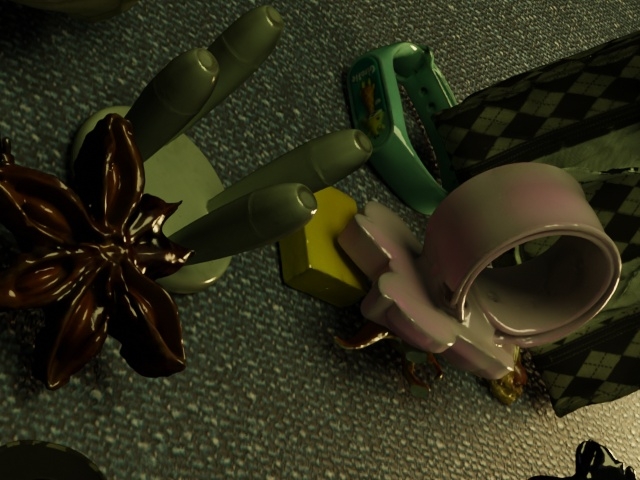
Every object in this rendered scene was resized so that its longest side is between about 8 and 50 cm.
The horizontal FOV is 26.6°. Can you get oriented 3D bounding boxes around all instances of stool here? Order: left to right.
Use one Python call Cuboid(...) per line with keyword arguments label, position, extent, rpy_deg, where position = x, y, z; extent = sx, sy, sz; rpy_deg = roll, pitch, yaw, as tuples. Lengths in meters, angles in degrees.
Cuboid(label="stool", position=(-0.095, -0.074, 1.226), extent=(0.195, 0.198, 0.195), rpy_deg=(55, 34, -8))

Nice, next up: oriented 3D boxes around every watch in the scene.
Cuboid(label="watch", position=(0.117, -0.150, 1.700), extent=(0.195, 0.068, 0.237), rpy_deg=(19, 50, -47))
Cuboid(label="watch", position=(0.177, 0.011, 1.414), extent=(0.248, 0.217, 0.211), rpy_deg=(31, 26, -39))

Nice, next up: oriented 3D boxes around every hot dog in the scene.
Cuboid(label="hot dog", position=(0.204, 0.110, 1.606), extent=(0.169, 0.061, 0.078), rpy_deg=(59, 31, -1))

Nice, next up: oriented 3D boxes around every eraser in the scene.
Cuboid(label="eraser", position=(0.000, 0.000, 1.434), extent=(0.097, 0.045, 0.122), rpy_deg=(28, 44, -43))

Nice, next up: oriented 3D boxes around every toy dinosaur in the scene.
Cuboid(label="toy dinosaur", position=(0.089, 0.088, 1.474), extent=(0.212, 0.057, 0.142), rpy_deg=(35, 31, -40))

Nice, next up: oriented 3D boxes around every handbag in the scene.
Cuboid(label="handbag", position=(0.359, -0.025, 1.633), extent=(0.416, 0.316, 0.180), rpy_deg=(68, 23, -5))

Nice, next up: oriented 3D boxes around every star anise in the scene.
Cuboid(label="star anise", position=(-0.187, 0.012, 1.089), extent=(0.190, 0.126, 0.220), rpy_deg=(5, 81, -21))

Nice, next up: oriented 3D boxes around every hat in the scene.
Cuboid(label="hat", position=(-0.200, 0.201, 0.980), extent=(0.050, 0.121, 0.121), rpy_deg=(93, -27, -77))

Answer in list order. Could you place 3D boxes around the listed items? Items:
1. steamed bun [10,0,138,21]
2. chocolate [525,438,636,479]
Cuboid(label="steamed bun", position=(-0.258, -0.354, 1.204), extent=(0.352, 0.247, 0.339), rpy_deg=(-84, 153, -67))
Cuboid(label="chocolate", position=(0.190, 0.339, 1.176), extent=(0.148, 0.343, 0.126), rpy_deg=(13, 6, -4))
